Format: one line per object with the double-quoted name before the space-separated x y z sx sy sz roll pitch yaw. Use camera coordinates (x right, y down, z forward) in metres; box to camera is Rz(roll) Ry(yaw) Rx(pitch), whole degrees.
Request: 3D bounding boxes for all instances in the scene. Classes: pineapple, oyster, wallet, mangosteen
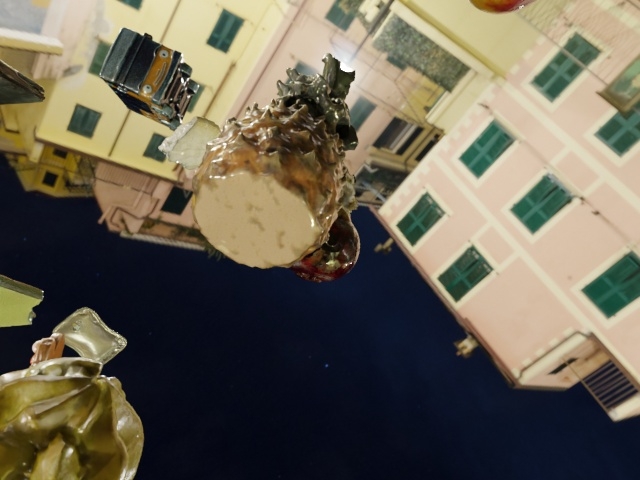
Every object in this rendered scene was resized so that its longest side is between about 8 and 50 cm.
"pineapple" -0.033 -0.102 0.543 0.141 0.170 0.310 19 -139 -1
"oyster" 0.001 -0.196 1.467 0.166 0.094 0.294 -16 -108 -44
"wallet" -0.737 -0.303 0.964 0.169 0.316 0.044 66 -160 -81
"mangosteen" 0.000 0.000 1.171 0.209 0.210 0.210 28 -149 -19

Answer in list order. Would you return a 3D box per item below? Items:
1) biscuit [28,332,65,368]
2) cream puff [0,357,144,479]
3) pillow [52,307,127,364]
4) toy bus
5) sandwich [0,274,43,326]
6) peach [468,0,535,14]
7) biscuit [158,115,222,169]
"biscuit" -0.694 0.339 1.201 0.049 0.206 0.324 14 -157 -14
"cream puff" -0.395 0.284 0.687 0.291 0.324 0.257 22 -102 -13
"pillow" -0.685 0.292 1.477 0.033 0.130 0.218 35 157 45
"toy bus" -0.463 -0.432 1.363 0.194 0.162 0.323 24 176 -8
"sandwich" -0.937 0.160 1.451 0.212 0.245 0.063 -2 -134 -32
"peach" 0.315 -0.478 0.814 0.197 0.197 0.197 28 -149 -19
"biscuit" -0.374 -0.276 1.439 0.188 0.265 0.040 -15 -107 -18
